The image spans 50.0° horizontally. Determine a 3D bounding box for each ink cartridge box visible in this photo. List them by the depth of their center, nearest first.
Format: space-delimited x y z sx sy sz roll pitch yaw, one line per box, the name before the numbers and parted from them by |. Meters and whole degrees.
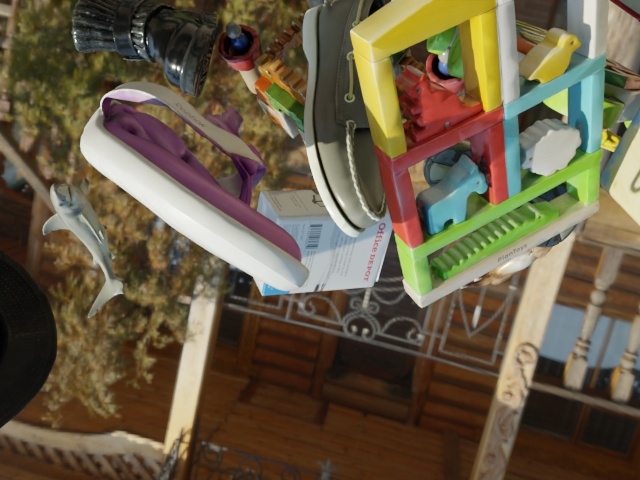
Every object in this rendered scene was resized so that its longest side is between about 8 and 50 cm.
ink cartridge box | 0.000 0.000 1.097 0.203 0.148 0.086 -3 -146 -26

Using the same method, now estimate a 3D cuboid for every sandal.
sandal | -0.120 -0.083 0.597 0.169 0.102 0.416 32 -177 -34
sandal | 0.302 -0.089 1.120 0.302 0.120 0.086 26 -156 -17

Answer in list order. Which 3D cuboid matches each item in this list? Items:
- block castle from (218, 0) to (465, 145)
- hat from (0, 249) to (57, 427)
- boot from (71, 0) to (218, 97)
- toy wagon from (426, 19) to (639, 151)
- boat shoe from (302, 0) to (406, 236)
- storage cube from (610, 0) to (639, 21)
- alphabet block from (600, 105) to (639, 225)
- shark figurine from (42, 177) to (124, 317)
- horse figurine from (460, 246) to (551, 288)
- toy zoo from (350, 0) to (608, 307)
block castle | 0.040 -0.339 1.346 0.453 0.303 0.213 41 174 22
hat | -0.578 0.167 1.037 0.331 0.331 0.134 4 160 -35
boot | -0.329 -0.373 1.264 0.260 0.131 0.348 11 -158 -13
toy wagon | 0.282 -0.201 0.832 0.267 0.068 0.344 14 -154 -11
boat shoe | 0.043 -0.154 0.774 0.091 0.305 0.109 -17 153 26
storage cube | 0.387 -0.346 0.731 0.215 0.193 0.184 11 -145 -49
alphabet block | 0.377 -0.055 0.532 0.193 0.192 0.197 13 -151 -13
shark figurine | -0.471 -0.004 1.330 0.116 0.278 0.166 -18 -148 -3
horse figurine | 0.361 0.020 1.296 0.174 0.263 0.066 2 -129 -40
toy zoo | 0.129 -0.097 0.513 0.192 0.293 0.030 -27 -139 -11
